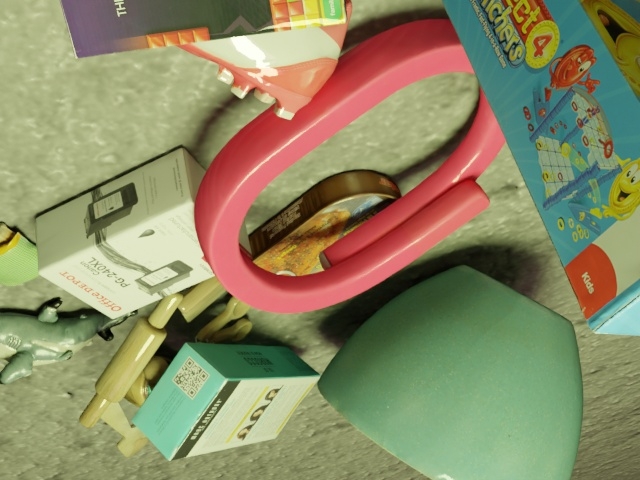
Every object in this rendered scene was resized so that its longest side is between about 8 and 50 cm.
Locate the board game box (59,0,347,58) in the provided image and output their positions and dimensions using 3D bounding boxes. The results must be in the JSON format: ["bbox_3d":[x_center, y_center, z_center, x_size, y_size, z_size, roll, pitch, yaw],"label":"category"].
[{"bbox_3d":[-0.066,-0.182,0.389,0.141,0.048,0.170,-8,117,3],"label":"board game box"}]

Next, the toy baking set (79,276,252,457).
[{"bbox_3d":[-0.152,0.136,0.840,0.256,0.030,0.197,-52,154,7],"label":"toy baking set"}]

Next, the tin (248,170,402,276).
[{"bbox_3d":[0.000,0.000,0.799,0.190,0.040,0.106,-35,138,27],"label":"tin"}]

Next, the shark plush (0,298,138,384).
[{"bbox_3d":[-0.264,0.090,0.814,0.161,0.073,0.067,-6,116,-6],"label":"shark plush"}]

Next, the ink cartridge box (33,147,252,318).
[{"bbox_3d":[-0.152,-0.001,0.711,0.150,0.063,0.109,-24,146,12],"label":"ink cartridge box"}]

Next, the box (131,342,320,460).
[{"bbox_3d":[-0.092,0.169,0.891,0.100,0.060,0.244,-54,158,6],"label":"box"}]

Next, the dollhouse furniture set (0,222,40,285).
[{"bbox_3d":[-0.314,0.048,0.723,0.152,0.058,0.076,-22,147,11],"label":"dollhouse furniture set"}]

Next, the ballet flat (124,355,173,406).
[{"bbox_3d":[-0.161,0.188,0.999,0.073,0.080,0.232,0,154,31],"label":"ballet flat"}]

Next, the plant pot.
[{"bbox_3d":[0.170,0.143,0.902,0.290,0.290,0.195,26,93,-45],"label":"plant pot"}]

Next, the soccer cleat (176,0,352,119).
[{"bbox_3d":[-0.085,-0.161,0.505,0.248,0.083,0.095,24,101,-37],"label":"soccer cleat"}]

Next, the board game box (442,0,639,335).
[{"bbox_3d":[0.251,-0.085,0.531,0.308,0.302,0.086,5,142,-29],"label":"board game box"}]

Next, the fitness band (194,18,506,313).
[{"bbox_3d":[0.036,-0.054,0.665,0.291,0.054,0.209,-36,139,4],"label":"fitness band"}]
